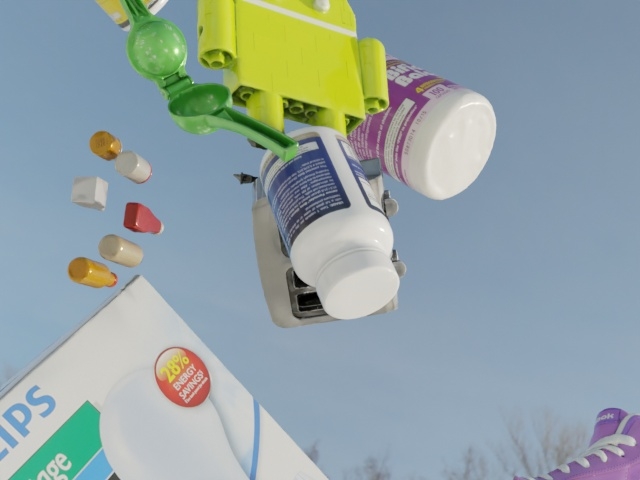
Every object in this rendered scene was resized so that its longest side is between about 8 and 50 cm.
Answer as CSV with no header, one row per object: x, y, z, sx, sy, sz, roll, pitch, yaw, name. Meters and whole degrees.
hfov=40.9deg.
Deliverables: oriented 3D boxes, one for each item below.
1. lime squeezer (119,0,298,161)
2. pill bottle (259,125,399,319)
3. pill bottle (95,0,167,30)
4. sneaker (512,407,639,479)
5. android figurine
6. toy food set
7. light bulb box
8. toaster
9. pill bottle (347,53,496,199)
-0.128,-0.156,0.732,0.310,0.059,0.110,51,-7,16,lime squeezer
0.009,-0.016,0.774,0.094,0.169,0.094,-13,-39,-11,pill bottle
-0.309,-0.403,1.243,0.103,0.103,0.184,-14,-50,42,pill bottle
0.203,0.203,0.686,0.282,0.161,0.102,18,-46,-18,sneaker
-0.031,-0.225,1.006,0.248,0.273,0.056,12,-28,-28,android figurine
-0.306,-0.042,1.312,0.111,0.232,0.104,0,-11,13,toy food set
-0.210,0.293,0.847,0.361,0.358,0.225,48,-53,-7,light bulb box
0.000,0.000,1.000,0.185,0.110,0.168,-8,-73,0,toaster
0.106,-0.194,1.324,0.301,0.169,0.169,33,-26,38,pill bottle
